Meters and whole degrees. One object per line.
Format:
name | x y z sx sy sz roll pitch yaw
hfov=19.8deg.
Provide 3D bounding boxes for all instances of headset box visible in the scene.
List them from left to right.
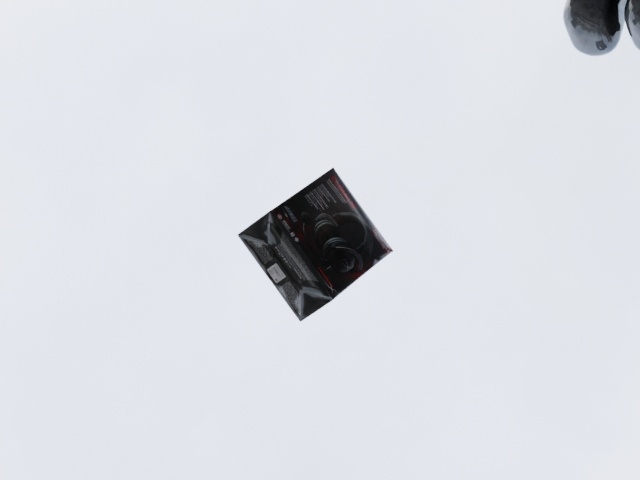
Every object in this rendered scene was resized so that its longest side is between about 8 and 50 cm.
headset box | 0.000 0.000 1.055 0.062 0.032 0.083 55 -142 0

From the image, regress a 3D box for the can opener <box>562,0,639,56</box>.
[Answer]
can opener | 0.203 -0.243 1.096 0.076 0.095 0.283 3 -123 27
